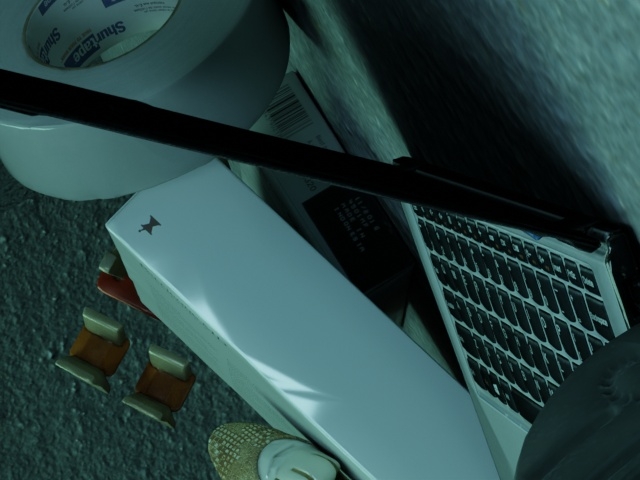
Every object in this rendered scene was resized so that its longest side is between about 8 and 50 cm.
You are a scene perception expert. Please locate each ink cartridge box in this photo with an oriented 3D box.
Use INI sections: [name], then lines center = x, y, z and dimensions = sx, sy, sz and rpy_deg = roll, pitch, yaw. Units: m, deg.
[ink cartridge box]
center = 0.000, 0.000, 1.497
dimensions = 0.176, 0.069, 0.371
rpy_deg = 57, 171, 11

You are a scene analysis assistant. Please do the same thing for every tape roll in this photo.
[tape roll]
center = -0.133, -0.130, 1.221
dimensions = 0.219, 0.219, 0.072
rpy_deg = 53, 172, 46

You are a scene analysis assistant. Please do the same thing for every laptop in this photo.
[laptop]
center = 0.004, 0.064, 0.921
dimensions = 0.382, 0.236, 0.408
rpy_deg = -145, 34, -77

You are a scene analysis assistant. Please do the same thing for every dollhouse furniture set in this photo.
[dollhouse furniture set]
center = -0.089, 0.065, 1.763
dimensions = 0.259, 0.262, 0.135
rpy_deg = 27, 170, 9

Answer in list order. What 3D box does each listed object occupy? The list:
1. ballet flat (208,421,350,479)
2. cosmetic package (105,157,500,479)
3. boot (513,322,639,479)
[ballet flat]
center = 0.011, 0.182, 1.226
dimensions = 0.206, 0.073, 0.067
rpy_deg = 39, 142, 12
[cosmetic package]
center = 0.020, 0.114, 1.316
dimensions = 0.377, 0.097, 0.284
rpy_deg = 43, 173, 7
[boot]
center = 0.237, 0.271, 0.612
dimensions = 0.367, 0.146, 0.445
rpy_deg = 56, 177, 46
